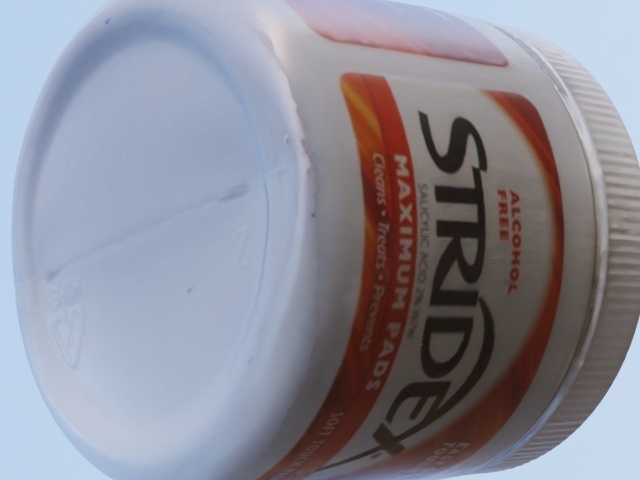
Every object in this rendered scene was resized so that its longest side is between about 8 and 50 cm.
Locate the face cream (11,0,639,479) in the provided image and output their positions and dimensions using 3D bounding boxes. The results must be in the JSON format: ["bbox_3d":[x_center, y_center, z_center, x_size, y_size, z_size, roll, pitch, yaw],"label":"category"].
[{"bbox_3d":[0.000,0.000,0.757,0.187,0.201,0.201,3,-77,-41],"label":"face cream"}]
